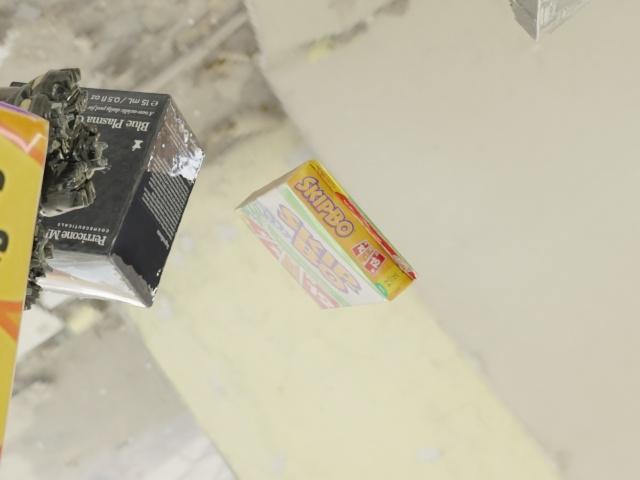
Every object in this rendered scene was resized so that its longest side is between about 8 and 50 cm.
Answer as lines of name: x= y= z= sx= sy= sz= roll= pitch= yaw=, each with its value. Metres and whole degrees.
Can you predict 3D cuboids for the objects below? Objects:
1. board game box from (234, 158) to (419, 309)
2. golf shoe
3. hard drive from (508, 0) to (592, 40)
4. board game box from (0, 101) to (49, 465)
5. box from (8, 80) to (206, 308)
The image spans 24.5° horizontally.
board game box: x=0.000 y=0.000 z=1.218 sx=0.039 sy=0.124 sz=0.259 roll=-43 pitch=-174 yaw=-15
golf shoe: x=-0.162 y=-0.015 z=0.645 sx=0.093 sy=0.198 sz=0.077 roll=-5 pitch=111 yaw=11
hard drive: x=0.300 y=-0.350 z=1.533 sx=0.237 sy=0.064 sz=0.339 roll=-38 pitch=166 yaw=-3
board game box: x=-0.320 y=0.113 z=0.262 sx=0.356 sy=0.356 sz=0.356 roll=17 pitch=78 yaw=-50
box: x=-0.200 y=-0.040 z=1.224 sx=0.093 sy=0.156 sz=0.158 roll=62 pitch=39 yaw=-56
